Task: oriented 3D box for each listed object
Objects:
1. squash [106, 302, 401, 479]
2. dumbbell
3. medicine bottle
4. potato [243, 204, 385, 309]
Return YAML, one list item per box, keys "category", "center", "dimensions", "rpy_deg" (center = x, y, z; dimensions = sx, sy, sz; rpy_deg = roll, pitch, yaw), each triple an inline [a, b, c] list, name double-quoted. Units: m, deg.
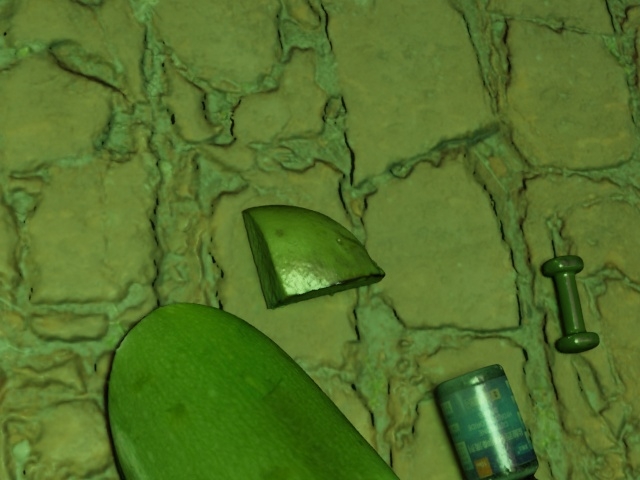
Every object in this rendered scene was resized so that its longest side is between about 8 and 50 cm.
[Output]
- category: "squash"
  center: [-0.090, 0.219, 1.292]
  dimensions: [0.234, 0.210, 0.309]
  rpy_deg: [-32, 58, -28]
- category: "dumbbell"
  center: [0.301, 0.077, 1.519]
  dimensions: [0.052, 0.046, 0.118]
  rpy_deg: [-3, 73, -19]
- category: "medicine bottle"
  center: [0.197, 0.243, 1.395]
  dimensions: [0.083, 0.083, 0.203]
  rpy_deg: [-15, 80, -27]
- category: "potato"
  center: [0.000, 0.000, 1.395]
  dimensions: [0.149, 0.081, 0.120]
  rpy_deg: [-13, 80, -26]
